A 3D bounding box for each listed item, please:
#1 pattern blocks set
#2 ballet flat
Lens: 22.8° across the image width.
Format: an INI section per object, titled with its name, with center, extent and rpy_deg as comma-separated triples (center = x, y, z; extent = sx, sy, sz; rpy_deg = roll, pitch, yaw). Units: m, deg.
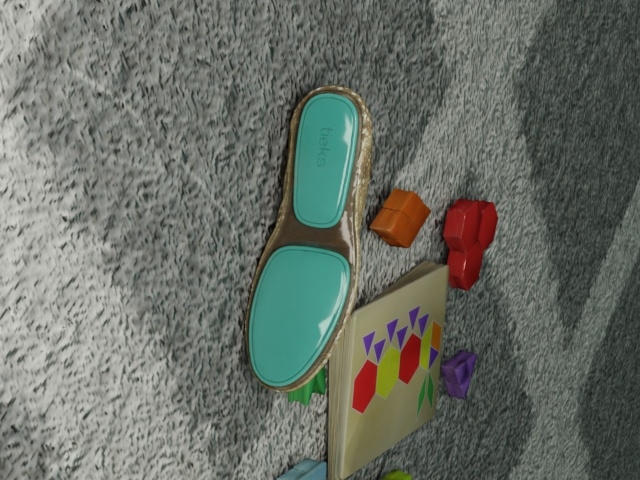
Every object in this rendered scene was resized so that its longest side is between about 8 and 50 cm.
[pattern blocks set]
center = 0.053, 0.099, 1.254
extent = 0.325, 0.026, 0.285
rpy_deg = -8, 108, -62
[ballet flat]
center = 0.000, 0.000, 1.065
extent = 0.067, 0.073, 0.206
rpy_deg = 0, 105, -78
